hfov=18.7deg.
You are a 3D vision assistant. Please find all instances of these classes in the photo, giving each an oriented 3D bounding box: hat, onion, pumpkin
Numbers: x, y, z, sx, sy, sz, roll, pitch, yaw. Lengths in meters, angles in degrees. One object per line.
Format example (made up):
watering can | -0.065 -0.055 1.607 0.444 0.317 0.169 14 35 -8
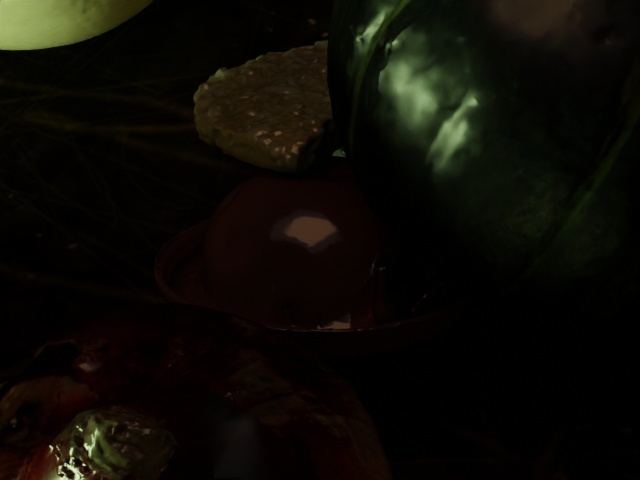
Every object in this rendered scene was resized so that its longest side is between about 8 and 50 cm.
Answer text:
hat | 0.000 0.000 1.154 0.205 0.089 0.205 -3 20 1
onion | -0.100 0.139 0.993 0.272 0.195 0.272 -7 49 8
pumpkin | 0.158 -0.096 1.091 0.323 0.241 0.323 21 33 -14

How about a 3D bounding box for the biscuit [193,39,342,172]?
biscuit | -0.009 -0.096 1.240 0.133 0.032 0.250 9 24 27

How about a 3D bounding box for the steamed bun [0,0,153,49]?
steamed bun | -0.215 -0.251 1.464 0.283 0.177 0.283 -7 48 7

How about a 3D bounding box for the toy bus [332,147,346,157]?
toy bus | 0.010 -0.063 1.285 0.037 0.052 0.130 -26 38 -31
